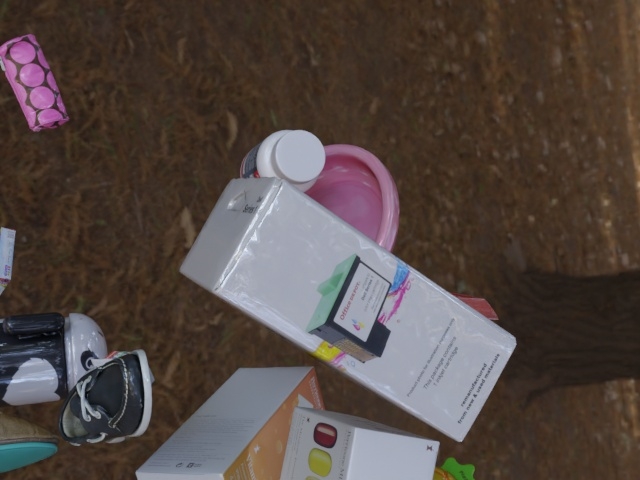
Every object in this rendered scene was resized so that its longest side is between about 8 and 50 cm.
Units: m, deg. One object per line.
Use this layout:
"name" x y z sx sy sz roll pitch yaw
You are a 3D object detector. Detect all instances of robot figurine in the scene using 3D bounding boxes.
"robot figurine" -0.557 0.233 1.535 0.278 0.209 0.174 -4 83 -18

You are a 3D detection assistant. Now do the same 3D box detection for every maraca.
"maraca" 0.181 0.409 1.263 0.185 0.127 0.099 -15 134 -23

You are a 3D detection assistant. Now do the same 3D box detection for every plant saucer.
"plant saucer" 0.237 0.138 1.835 0.259 0.258 0.048 5 92 -38
"plant saucer" 0.000 0.000 1.325 0.084 0.332 0.332 34 54 -43

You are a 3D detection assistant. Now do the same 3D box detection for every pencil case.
"pencil case" -0.647 -0.347 1.770 0.098 0.095 0.209 -38 111 -48

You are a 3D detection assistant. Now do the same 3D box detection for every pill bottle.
"pill bottle" -0.060 -0.121 1.290 0.107 0.180 0.108 2 84 -19

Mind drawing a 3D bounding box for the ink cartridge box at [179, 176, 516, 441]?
"ink cartridge box" 0.016 0.061 0.778 0.278 0.201 0.117 34 82 -17

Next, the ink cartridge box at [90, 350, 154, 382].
"ink cartridge box" -0.360 0.234 1.438 0.029 0.115 0.063 -43 122 -49

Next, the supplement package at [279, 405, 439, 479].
"supplement package" 0.049 0.333 1.162 0.133 0.244 0.139 14 79 -20

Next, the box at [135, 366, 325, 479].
"box" -0.126 0.392 1.365 0.345 0.168 0.215 -42 121 -59

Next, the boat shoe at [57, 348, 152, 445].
"boat shoe" -0.310 0.235 1.125 0.091 0.302 0.114 0 61 -26

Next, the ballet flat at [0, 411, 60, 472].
"ballet flat" -0.581 0.315 1.204 0.116 0.342 0.124 100 -31 -56

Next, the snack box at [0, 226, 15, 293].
"snack box" -0.755 0.054 1.861 0.037 0.100 0.141 16 49 -32
